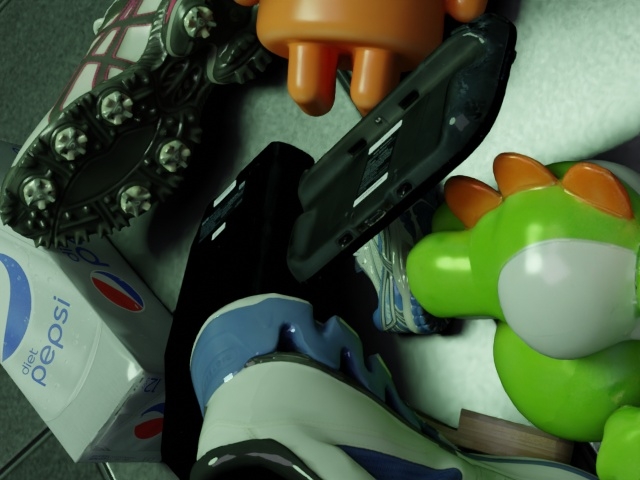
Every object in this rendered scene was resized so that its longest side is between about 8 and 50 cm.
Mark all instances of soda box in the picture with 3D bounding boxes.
[{"bbox_3d":[-0.205,0.039,1.161,0.286,0.098,0.091,46,108,29],"label":"soda box"}]

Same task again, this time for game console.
[{"bbox_3d":[0.000,0.000,0.948,0.361,0.044,0.213,-42,32,45],"label":"game console"}]

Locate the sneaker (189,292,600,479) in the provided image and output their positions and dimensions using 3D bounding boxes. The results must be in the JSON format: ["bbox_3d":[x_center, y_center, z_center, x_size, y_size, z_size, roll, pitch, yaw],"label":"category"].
[{"bbox_3d":[0.047,0.179,0.841,0.315,0.182,0.127,32,121,-10],"label":"sneaker"}]

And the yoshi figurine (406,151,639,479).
[{"bbox_3d":[0.221,0.045,0.838,0.362,0.203,0.203,6,101,41],"label":"yoshi figurine"}]

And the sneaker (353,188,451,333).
[{"bbox_3d":[0.045,-0.001,1.031,0.058,0.052,0.135,-16,74,35],"label":"sneaker"}]

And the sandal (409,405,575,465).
[{"bbox_3d":[0.040,0.136,0.991,0.240,0.088,0.079,11,83,29],"label":"sandal"}]

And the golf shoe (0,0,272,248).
[{"bbox_3d":[-0.134,-0.111,1.126,0.273,0.105,0.120,-47,37,-3],"label":"golf shoe"}]

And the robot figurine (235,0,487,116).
[{"bbox_3d":[0.024,-0.193,1.026,0.158,0.128,0.219,3,84,47],"label":"robot figurine"}]
